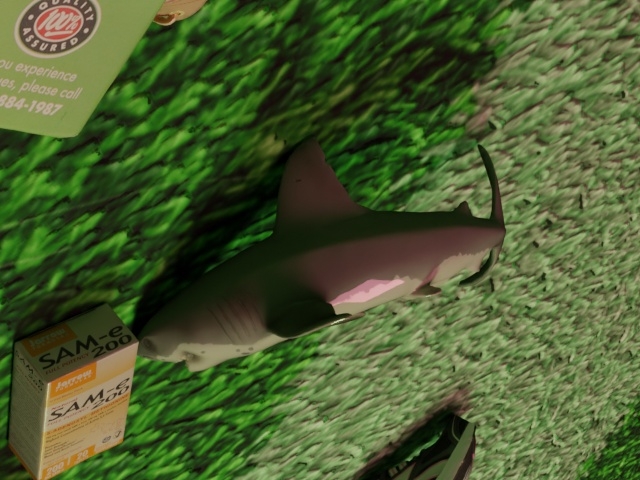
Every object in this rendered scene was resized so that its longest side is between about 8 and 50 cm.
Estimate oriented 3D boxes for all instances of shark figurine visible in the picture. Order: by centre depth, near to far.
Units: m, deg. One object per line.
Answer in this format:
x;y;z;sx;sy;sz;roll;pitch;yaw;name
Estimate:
0.027;-0.010;0.896;0.278;0.116;0.166;-18;178;-26;shark figurine

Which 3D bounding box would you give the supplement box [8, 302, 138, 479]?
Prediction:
-0.144;0.090;0.865;0.062;0.036;0.098;-25;147;-32;supplement box

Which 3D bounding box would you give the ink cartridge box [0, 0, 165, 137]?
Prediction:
-0.082;-0.211;0.437;0.353;0.119;0.207;-53;151;20;ink cartridge box

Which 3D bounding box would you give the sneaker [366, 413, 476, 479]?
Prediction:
0.074;0.221;1.307;0.178;0.077;0.072;-55;160;-26;sneaker

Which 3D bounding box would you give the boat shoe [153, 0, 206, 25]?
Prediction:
-0.066;-0.123;0.643;0.170;0.063;0.059;-30;144;-25;boat shoe
